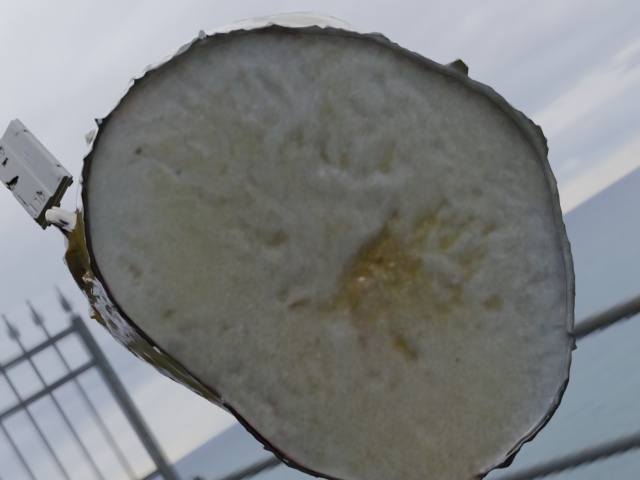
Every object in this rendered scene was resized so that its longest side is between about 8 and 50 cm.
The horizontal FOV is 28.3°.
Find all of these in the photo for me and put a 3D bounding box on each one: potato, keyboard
[{"bbox_3d":[0.000,0.000,0.761,0.246,0.300,0.196,-50,12,-2],"label":"potato"},{"bbox_3d":[-0.234,-0.056,1.024,0.015,0.129,0.049,29,-83,-41],"label":"keyboard"}]
